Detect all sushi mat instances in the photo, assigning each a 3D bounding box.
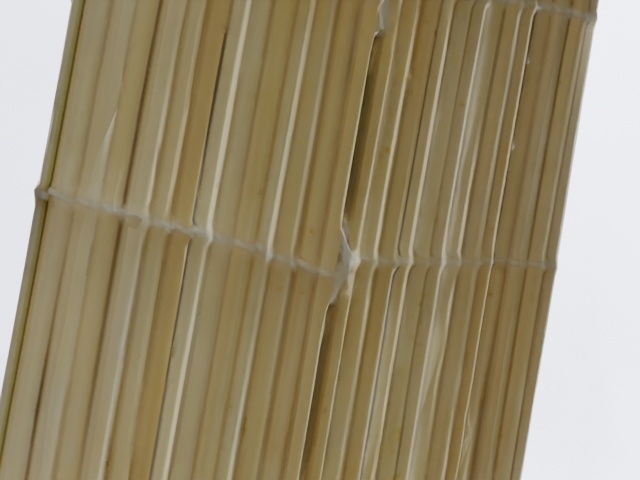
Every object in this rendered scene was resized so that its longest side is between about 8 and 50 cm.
[{"bbox_3d":[0.000,0.000,0.390,0.151,0.316,0.019,11,-1,-39],"label":"sushi mat"}]

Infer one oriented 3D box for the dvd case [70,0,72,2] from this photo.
[{"bbox_3d":[-0.029,-0.090,0.440,0.087,0.013,0.119,-18,-73,-19],"label":"dvd case"}]
